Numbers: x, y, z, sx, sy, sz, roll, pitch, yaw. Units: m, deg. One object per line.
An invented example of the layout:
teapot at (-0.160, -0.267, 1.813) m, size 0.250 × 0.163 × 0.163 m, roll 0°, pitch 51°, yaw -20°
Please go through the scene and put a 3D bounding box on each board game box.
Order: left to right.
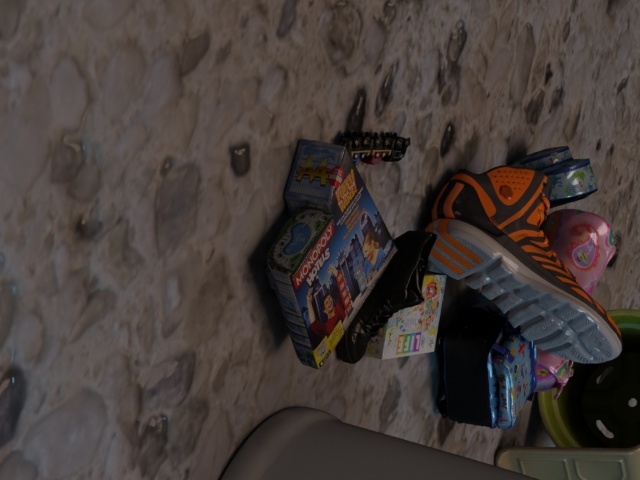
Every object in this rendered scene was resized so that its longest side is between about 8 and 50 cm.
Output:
board game box at (0.000, 0.000, 1.536) m, size 0.194 × 0.060 × 0.194 m, roll -55°, pitch 143°, yaw -36°
board game box at (0.108, 0.092, 1.802) m, size 0.154 × 0.026 × 0.103 m, roll -1°, pitch 101°, yaw -61°

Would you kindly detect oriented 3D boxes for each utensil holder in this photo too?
utensil holder at (0.105, 0.382, 1.530) m, size 0.327 × 0.385 × 0.328 m, roll -33°, pitch 129°, yaw -52°

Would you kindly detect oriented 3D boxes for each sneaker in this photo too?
sneaker at (0.078, 0.066, 1.672) m, size 0.051 × 0.089 × 0.170 m, roll 14°, pitch 87°, yaw -62°
sneaker at (0.288, 0.015, 1.880) m, size 0.321 × 0.124 × 0.180 m, roll 39°, pitch 53°, yaw -18°

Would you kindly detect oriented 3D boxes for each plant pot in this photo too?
plant pot at (0.514, 0.266, 2.404) m, size 0.254 × 0.276 × 0.276 m, roll 35°, pitch 70°, yaw -72°

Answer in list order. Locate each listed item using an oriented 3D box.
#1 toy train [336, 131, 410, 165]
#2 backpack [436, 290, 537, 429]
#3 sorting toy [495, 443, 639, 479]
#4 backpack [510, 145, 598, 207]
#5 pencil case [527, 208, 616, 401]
toy train at (0.059, -0.104, 1.641) m, size 0.158 × 0.027 × 0.036 m, roll -7°, pitch 117°, yaw -61°
backpack at (0.239, 0.154, 1.974) m, size 0.173 × 0.117 × 0.158 m, roll -48°, pitch 140°, yaw -48°
sorting toy at (0.414, 0.412, 2.293) m, size 0.307 × 0.229 × 0.041 m, roll 70°, pitch 21°, yaw -45°
backpack at (0.329, -0.089, 2.045) m, size 0.105 × 0.114 × 0.084 m, roll -21°, pitch 99°, yaw -56°
pencil case at (0.348, 0.092, 2.140) m, size 0.284 × 0.124 × 0.124 m, roll -66°, pitch 149°, yaw -25°
